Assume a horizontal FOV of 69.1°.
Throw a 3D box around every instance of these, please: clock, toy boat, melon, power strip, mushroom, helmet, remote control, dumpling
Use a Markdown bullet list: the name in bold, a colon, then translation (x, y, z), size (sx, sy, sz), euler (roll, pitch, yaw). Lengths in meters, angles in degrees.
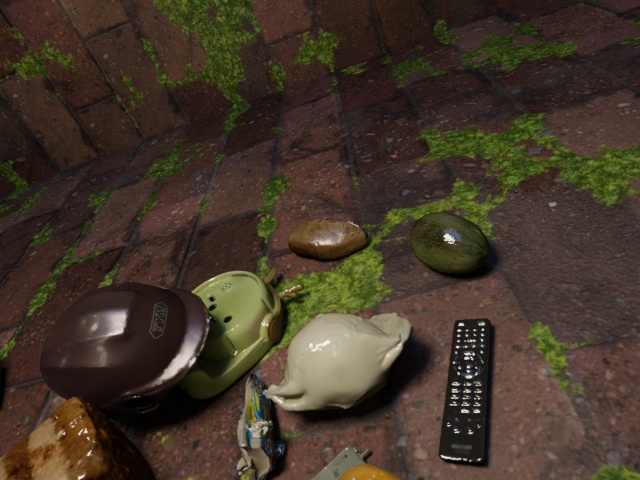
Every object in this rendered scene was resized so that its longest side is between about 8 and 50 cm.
- **clock**: translation (-0.186, 0.156, 0.953), size (0.308, 0.096, 0.235), euler (-38, 36, -22)
- **toy boat**: translation (-0.103, 0.286, 0.756), size (0.066, 0.084, 0.210), euler (-20, 24, -2)
- **melon**: translation (0.240, 0.003, 0.891), size (0.114, 0.114, 0.167), euler (-39, 40, -21)
- **power strip**: translation (0.019, 0.340, 0.650), size (0.136, 0.019, 0.051), euler (-37, 35, -19)
- **mushroom**: translation (0.000, -0.001, 1.076), size (0.209, 0.072, 0.094), euler (7, 53, 36)
- **helmet**: translation (-0.356, 0.173, 0.811), size (0.305, 0.177, 0.225), euler (-33, 40, 24)
- **remote control**: translation (0.221, 0.214, 0.697), size (0.063, 0.025, 0.245), euler (-4, 39, 27)
- **dumpling**: translation (0.027, 0.188, 0.760), size (0.258, 0.147, 0.193), euler (-30, 4, 0)

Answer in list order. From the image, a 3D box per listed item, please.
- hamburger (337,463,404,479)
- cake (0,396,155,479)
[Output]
- **hamburger**: translation (0.062, 0.352, 0.555), size (0.138, 0.083, 0.147), euler (15, 53, 37)
- **cake**: translation (-0.396, 0.404, 0.659), size (0.293, 0.199, 0.196), euler (-39, 40, -19)
